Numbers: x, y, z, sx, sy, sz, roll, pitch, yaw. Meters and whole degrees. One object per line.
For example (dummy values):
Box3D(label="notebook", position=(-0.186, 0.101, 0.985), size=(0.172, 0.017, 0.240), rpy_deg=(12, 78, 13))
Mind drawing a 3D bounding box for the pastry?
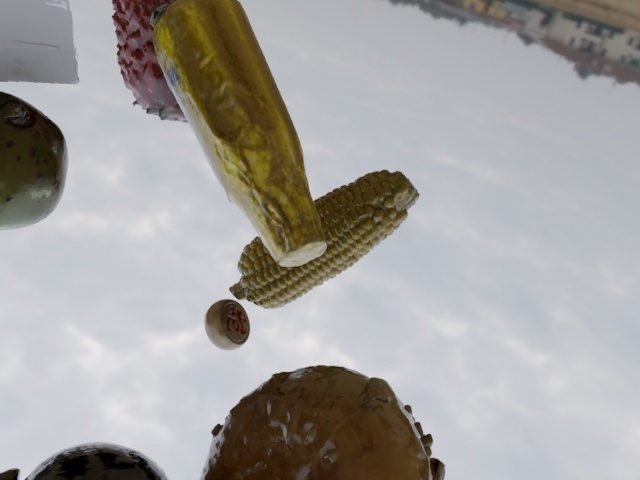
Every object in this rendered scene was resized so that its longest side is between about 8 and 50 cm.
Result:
Box3D(label="pastry", position=(0.005, 0.290, 0.805), size=(0.184, 0.316, 0.285), rpy_deg=(20, -147, -46))

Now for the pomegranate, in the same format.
Box3D(label="pomegranate", position=(-0.445, -0.080, 0.994), size=(0.198, 0.246, 0.198), rpy_deg=(10, -169, -2))

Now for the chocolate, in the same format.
Box3D(label="chocolate", position=(-0.113, -0.168, 1.072), size=(0.162, 0.162, 0.446), rpy_deg=(-4, -119, -43))

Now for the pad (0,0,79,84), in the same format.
Box3D(label="pad", position=(-0.441, -0.266, 0.959), size=(0.231, 0.156, 0.004), rpy_deg=(1, -124, -11))

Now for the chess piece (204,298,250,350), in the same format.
Box3D(label="chess piece", position=(-0.149, 0.135, 1.168), size=(0.038, 0.084, 0.083), rpy_deg=(-21, -175, 27))

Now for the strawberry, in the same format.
Box3D(label="strawberry", position=(-0.256, -0.400, 1.420), size=(0.291, 0.344, 0.292), rpy_deg=(4, -153, -2))

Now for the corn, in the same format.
Box3D(label="corn", position=(0.000, 0.000, 1.172), size=(0.130, 0.346, 0.130), rpy_deg=(53, -167, -18))

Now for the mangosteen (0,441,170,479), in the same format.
Box3D(label="mangosteen", position=(-0.273, 0.316, 0.755), size=(0.265, 0.228, 0.228), rpy_deg=(23, -160, -14))
